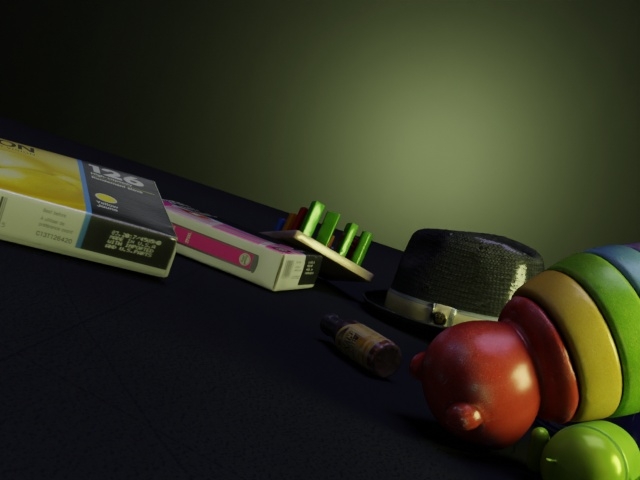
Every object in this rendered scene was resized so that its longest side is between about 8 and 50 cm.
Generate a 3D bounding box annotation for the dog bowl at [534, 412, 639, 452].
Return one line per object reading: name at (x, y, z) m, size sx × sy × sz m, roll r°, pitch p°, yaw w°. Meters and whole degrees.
dog bowl at (0.364, 0.187, 0.980) m, size 0.264 × 0.104 × 0.265 m, roll 18°, pitch 4°, yaw -1°

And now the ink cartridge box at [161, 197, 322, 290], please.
ink cartridge box at (-0.194, -0.010, 1.344) m, size 0.370 × 0.069 × 0.176 m, roll 18°, pitch 4°, yaw 17°

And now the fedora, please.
fedora at (0.237, 0.063, 1.361) m, size 0.334 × 0.153 × 0.334 m, roll 10°, pitch 5°, yaw -1°

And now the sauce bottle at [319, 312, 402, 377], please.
sauce bottle at (0.040, 0.113, 0.952) m, size 0.042 × 0.042 × 0.128 m, roll 16°, pitch 3°, yaw -31°

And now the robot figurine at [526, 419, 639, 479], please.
robot figurine at (0.219, 0.181, 0.693) m, size 0.101 × 0.067 × 0.115 m, roll 24°, pitch 7°, yaw 31°

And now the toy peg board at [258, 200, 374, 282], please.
toy peg board at (0.000, 0.000, 1.455) m, size 0.161 × 0.079 × 0.160 m, roll 31°, pitch -14°, yaw -24°

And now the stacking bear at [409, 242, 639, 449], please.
stacking bear at (0.228, 0.100, 0.782) m, size 0.289 × 0.164 × 0.175 m, roll -18°, pitch 35°, yaw -13°

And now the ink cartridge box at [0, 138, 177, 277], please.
ink cartridge box at (-0.350, -0.070, 1.081) m, size 0.303 × 0.072 × 0.307 m, roll 14°, pitch 18°, yaw -24°
